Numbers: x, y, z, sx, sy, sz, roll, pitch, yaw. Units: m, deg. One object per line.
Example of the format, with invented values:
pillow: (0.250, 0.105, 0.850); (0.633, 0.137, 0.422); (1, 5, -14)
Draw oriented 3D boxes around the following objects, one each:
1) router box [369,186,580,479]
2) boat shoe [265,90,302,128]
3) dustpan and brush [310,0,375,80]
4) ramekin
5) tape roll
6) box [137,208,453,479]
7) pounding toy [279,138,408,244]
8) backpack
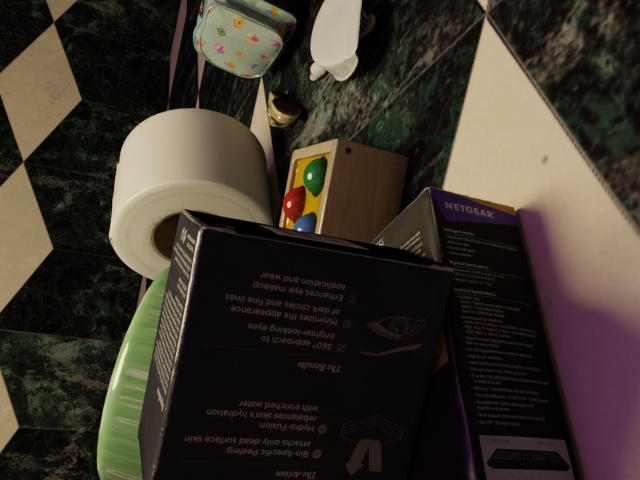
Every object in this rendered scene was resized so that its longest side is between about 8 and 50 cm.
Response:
router box: (0.052, 0.143, 0.497); (0.309, 0.081, 0.242); (132, 142, -52)
boat shoe: (-0.060, -0.200, 0.971); (0.135, 0.050, 0.045); (-105, 28, -65)
dustpan and brush: (0.020, -0.260, 0.807); (0.211, 0.060, 0.147); (-15, 65, 58)
ramekin: (-0.147, 0.174, 0.744); (0.303, 0.148, 0.303); (-166, 90, -89)
tape roll: (-0.200, -0.063, 0.985); (0.246, 0.246, 0.169); (122, 149, -41)
box: (-0.021, 0.073, 0.386); (0.093, 0.156, 0.158); (-158, 79, -68)
pounding toy: (-0.005, 0.005, 0.678); (0.181, 0.094, 0.205); (-173, 94, -68)
backpack: (-0.132, -0.364, 1.056); (0.188, 0.166, 0.144); (141, 144, -62)
